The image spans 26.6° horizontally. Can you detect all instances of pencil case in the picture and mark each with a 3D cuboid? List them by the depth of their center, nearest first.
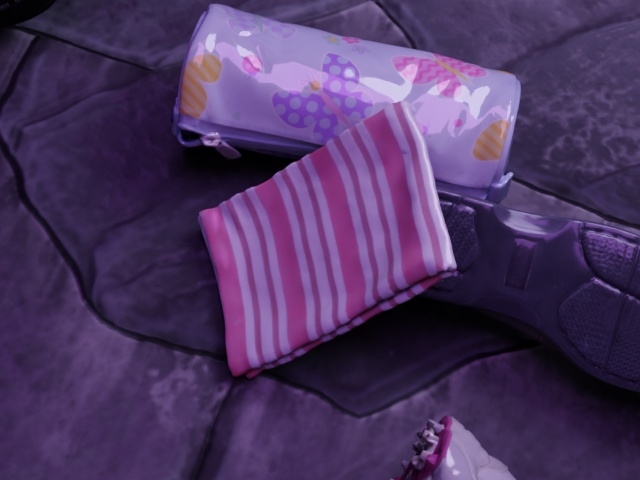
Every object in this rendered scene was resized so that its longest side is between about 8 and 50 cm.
[{"bbox_3d":[0.020,-0.103,1.067,0.273,0.113,0.124,12,40,-1],"label":"pencil case"}]

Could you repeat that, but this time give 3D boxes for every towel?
[{"bbox_3d":[0.000,0.000,0.983,0.197,0.029,0.144,-29,59,25],"label":"towel"}]

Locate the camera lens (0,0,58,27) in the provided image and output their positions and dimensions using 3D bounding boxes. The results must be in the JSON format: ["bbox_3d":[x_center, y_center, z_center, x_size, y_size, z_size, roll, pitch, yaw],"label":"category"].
[{"bbox_3d":[-0.289,-0.328,1.104,0.219,0.219,0.274,4,58,-5],"label":"camera lens"}]

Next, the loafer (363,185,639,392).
[{"bbox_3d":[0.173,0.029,1.021,0.302,0.095,0.109,21,94,3],"label":"loafer"}]

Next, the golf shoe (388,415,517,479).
[{"bbox_3d":[0.101,0.214,0.817,0.140,0.115,0.306,34,20,-4],"label":"golf shoe"}]
